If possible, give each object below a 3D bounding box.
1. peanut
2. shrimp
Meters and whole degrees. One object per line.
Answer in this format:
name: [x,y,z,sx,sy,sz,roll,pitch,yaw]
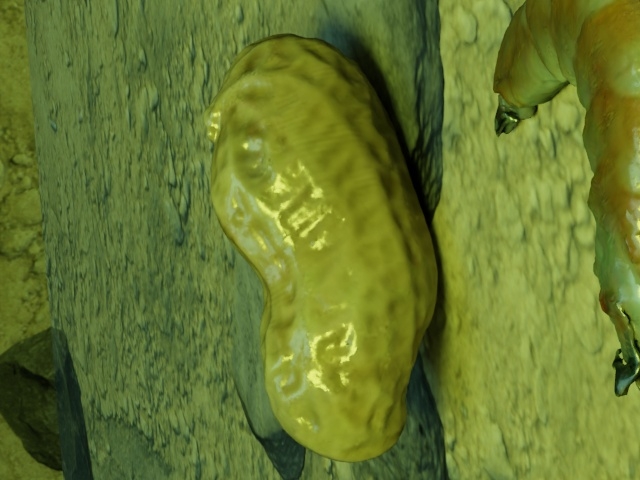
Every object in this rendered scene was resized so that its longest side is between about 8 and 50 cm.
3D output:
peanut: [0.000,0.000,1.307,0.140,0.153,0.325,-36,57,53]
shrimp: [0.149,-0.065,0.985,0.287,0.068,0.185,-122,31,-50]
